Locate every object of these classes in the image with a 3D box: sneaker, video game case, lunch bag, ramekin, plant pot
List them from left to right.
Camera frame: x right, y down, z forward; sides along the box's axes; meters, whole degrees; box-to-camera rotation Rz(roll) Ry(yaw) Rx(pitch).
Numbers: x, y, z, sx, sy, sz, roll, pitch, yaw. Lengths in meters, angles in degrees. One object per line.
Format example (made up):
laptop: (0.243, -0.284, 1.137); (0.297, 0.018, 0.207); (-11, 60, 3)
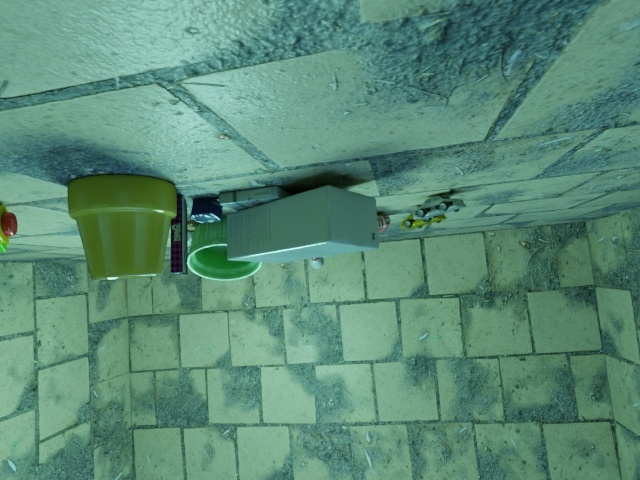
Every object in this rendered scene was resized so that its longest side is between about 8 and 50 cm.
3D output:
plant pot: (-0.500, -0.023, 1.037); (0.254, 0.239, 0.254); (-4, 174, 0)
video game case: (-0.442, -0.009, 1.267); (0.042, 0.232, 0.210); (-1, 174, -15)
lunch bag: (-0.356, -0.099, 1.275); (0.098, 0.065, 0.067); (-5, 159, 15)
ramekin: (-0.397, 0.033, 1.689); (0.303, 0.148, 0.303); (-5, 148, -3)
sneaker: (0.246, -0.086, 1.835); (0.136, 0.116, 0.314); (-16, 179, 15)

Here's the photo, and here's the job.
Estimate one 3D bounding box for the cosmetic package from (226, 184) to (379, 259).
cosmetic package: (-0.070, -0.032, 1.263); (0.453, 0.161, 0.230); (-9, 169, 40)

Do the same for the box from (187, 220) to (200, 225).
box: (-0.473, -0.068, 1.739); (0.201, 0.021, 0.164); (-3, 174, -12)

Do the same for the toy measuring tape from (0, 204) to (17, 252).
toy measuring tape: (-0.888, -0.076, 1.061); (0.121, 0.121, 0.330); (-2, 152, -22)

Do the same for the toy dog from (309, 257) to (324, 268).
toy dog: (0.000, 0.000, 1.915); (0.161, 0.220, 0.334); (-51, -177, -23)

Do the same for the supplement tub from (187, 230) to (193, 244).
supplement tub: (-0.630, -0.011, 1.945); (0.071, 0.071, 0.107); (-6, 174, 12)

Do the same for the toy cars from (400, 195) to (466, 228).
toy cars: (0.438, -0.122, 1.631); (0.176, 0.087, 0.393); (-9, 172, -4)

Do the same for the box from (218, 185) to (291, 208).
box: (-0.197, -0.127, 1.250); (0.186, 0.038, 0.145); (-7, 174, 12)
